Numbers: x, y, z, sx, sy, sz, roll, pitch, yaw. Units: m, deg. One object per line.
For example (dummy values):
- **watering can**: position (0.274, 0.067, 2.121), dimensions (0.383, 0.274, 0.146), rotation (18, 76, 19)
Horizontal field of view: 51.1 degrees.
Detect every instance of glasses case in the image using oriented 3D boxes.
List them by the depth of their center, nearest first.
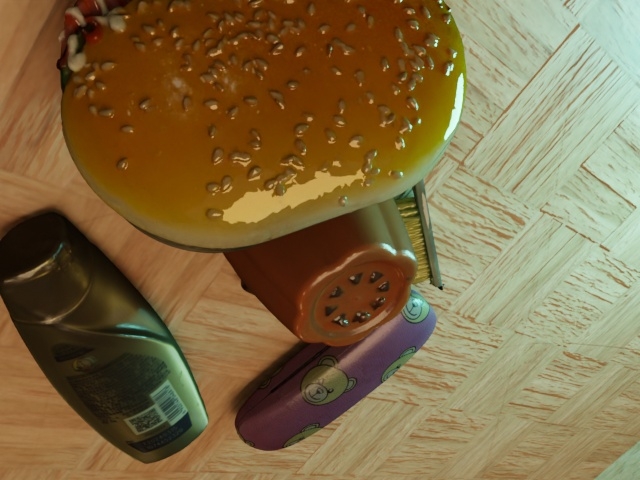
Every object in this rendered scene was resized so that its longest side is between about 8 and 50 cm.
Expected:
- **glasses case**: position (0.021, 0.180, 0.914), dimensions (0.316, 0.076, 0.123), rotation (-40, 138, 8)

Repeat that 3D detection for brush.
- **brush**: position (0.099, -0.043, 0.772), dimensions (0.060, 0.068, 0.297), rotation (-10, 134, 7)

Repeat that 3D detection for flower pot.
- **flower pot**: position (0.000, 0.000, 0.660), dimensions (0.190, 0.173, 0.191), rotation (-17, 134, -18)

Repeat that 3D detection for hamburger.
- **hamburger**: position (-0.039, -0.111, 0.495), dimensions (0.295, 0.227, 0.151), rotation (-20, 161, -18)

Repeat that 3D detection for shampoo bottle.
- **shampoo bottle**: position (-0.221, 0.117, 0.700), dimensions (0.125, 0.084, 0.350), rotation (-28, 138, -10)

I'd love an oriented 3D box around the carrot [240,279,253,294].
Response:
- **carrot**: position (-0.025, 0.054, 0.798), dimensions (0.165, 0.036, 0.036), rotation (10, 124, -40)
